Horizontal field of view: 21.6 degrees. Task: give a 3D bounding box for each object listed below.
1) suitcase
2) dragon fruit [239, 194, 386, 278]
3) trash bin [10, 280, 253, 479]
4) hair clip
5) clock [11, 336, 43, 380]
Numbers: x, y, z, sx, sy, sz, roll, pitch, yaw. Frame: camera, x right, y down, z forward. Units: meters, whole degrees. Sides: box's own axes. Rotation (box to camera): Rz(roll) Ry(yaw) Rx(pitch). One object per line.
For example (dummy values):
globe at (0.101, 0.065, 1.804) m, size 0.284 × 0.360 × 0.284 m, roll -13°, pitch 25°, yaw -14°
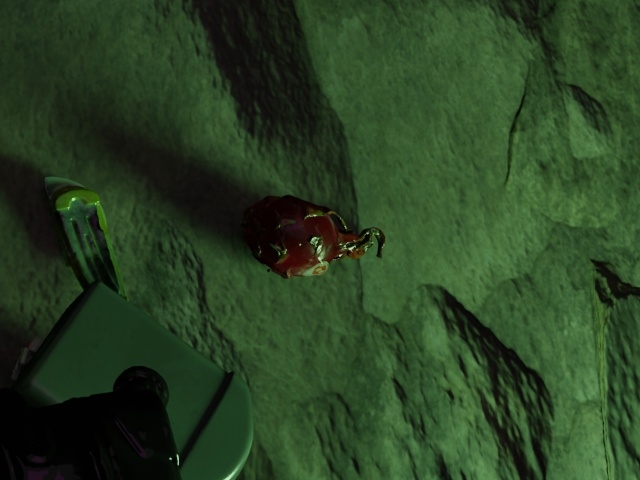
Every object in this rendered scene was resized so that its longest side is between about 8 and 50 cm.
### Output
suitcase at (-0.217, 0.325, 1.470) m, size 0.188 × 0.345 × 0.339 m, roll -7°, pitch 64°, yaw -30°
dragon fruit at (0.000, 0.000, 1.903) m, size 0.190 × 0.094 × 0.094 m, roll 9°, pitch 58°, yaw -29°
trash bin at (-0.184, 0.173, 1.695) m, size 0.236 × 0.101 × 0.177 m, roll 39°, pitch 52°, yaw -9°
hair clip at (-0.249, 0.010, 1.830) m, size 0.060 × 0.033 × 0.188 m, roll -10°, pitch 63°, yaw -28°
clock at (-0.280, 0.157, 1.727) m, size 0.087 × 0.041 × 0.129 m, roll 26°, pitch 50°, yaw -10°
